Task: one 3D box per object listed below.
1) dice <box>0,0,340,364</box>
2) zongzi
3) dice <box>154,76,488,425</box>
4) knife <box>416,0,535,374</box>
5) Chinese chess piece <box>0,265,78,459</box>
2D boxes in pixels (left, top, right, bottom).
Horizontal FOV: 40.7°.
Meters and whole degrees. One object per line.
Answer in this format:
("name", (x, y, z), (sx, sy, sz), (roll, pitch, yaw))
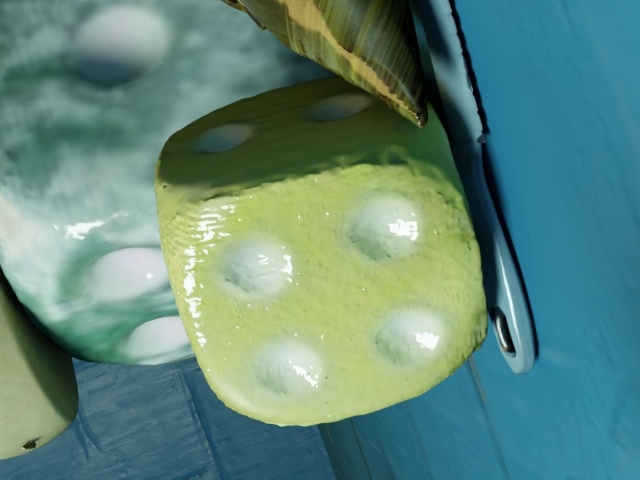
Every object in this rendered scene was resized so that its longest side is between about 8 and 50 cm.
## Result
("dice", (-0.151, -0.086, 0.864), (0.348, 0.328, 0.330), (85, 164, -60))
("zongzi", (-0.007, -0.214, 0.450), (0.241, 0.111, 0.247), (48, 155, 43))
("dice", (0.000, 0.000, 0.544), (0.169, 0.170, 0.166), (-103, -1, -62))
("knife", (0.080, -0.064, 0.485), (0.044, 0.019, 0.312), (-155, 46, -74))
("Chinese chess piece", (-0.317, 0.071, 0.805), (0.273, 0.102, 0.273), (160, 90, -82))
